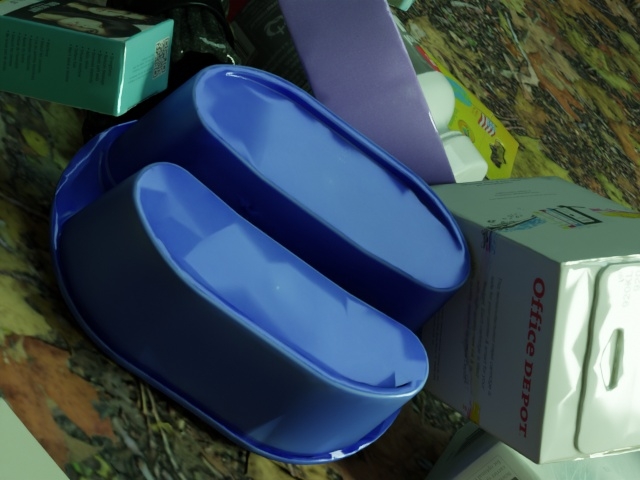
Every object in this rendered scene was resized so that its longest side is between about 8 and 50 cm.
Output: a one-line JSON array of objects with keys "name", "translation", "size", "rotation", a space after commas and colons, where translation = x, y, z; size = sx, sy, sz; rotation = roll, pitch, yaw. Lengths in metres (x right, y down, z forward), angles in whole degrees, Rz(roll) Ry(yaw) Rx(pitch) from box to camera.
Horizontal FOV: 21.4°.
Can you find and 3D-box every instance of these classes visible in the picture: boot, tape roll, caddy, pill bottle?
[{"name": "boot", "translation": [-0.120, -0.238, 1.489], "size": [0.131, 0.348, 0.260], "rotation": [10, 30, -8]}, {"name": "tape roll", "translation": [0.038, -0.148, 1.543], "size": [0.275, 0.090, 0.275], "rotation": [-22, 90, -86]}, {"name": "caddy", "translation": [-0.050, 0.026, 1.351], "size": [0.341, 0.179, 0.241], "rotation": [36, 53, -12]}, {"name": "pill bottle", "translation": [0.029, -0.160, 1.782], "size": [0.318, 0.176, 0.176], "rotation": [53, 25, 14]}]

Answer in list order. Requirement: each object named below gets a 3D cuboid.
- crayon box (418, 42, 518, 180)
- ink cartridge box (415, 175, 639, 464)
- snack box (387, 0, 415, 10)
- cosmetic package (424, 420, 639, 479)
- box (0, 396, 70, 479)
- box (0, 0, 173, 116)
[{"name": "crayon box", "translation": [0.094, -0.170, 2.019], "size": [0.318, 0.081, 0.202], "rotation": [43, 24, -6]}, {"name": "ink cartridge box", "translation": [0.192, 0.059, 1.415], "size": [0.168, 0.171, 0.232], "rotation": [-5, 20, -28]}, {"name": "snack box", "translation": [-0.014, -0.385, 2.065], "size": [0.321, 0.060, 0.187], "rotation": [24, 23, 5]}, {"name": "cosmetic package", "translation": [0.215, 0.252, 1.494], "size": [0.225, 0.138, 0.224], "rotation": [48, 24, 1]}, {"name": "box", "translation": [-0.149, 0.233, 0.963], "size": [0.275, 0.113, 0.094], "rotation": [47, 25, 5]}, {"name": "box", "translation": [-0.246, -0.159, 1.317], "size": [0.244, 0.060, 0.100], "rotation": [13, 20, 13]}]
